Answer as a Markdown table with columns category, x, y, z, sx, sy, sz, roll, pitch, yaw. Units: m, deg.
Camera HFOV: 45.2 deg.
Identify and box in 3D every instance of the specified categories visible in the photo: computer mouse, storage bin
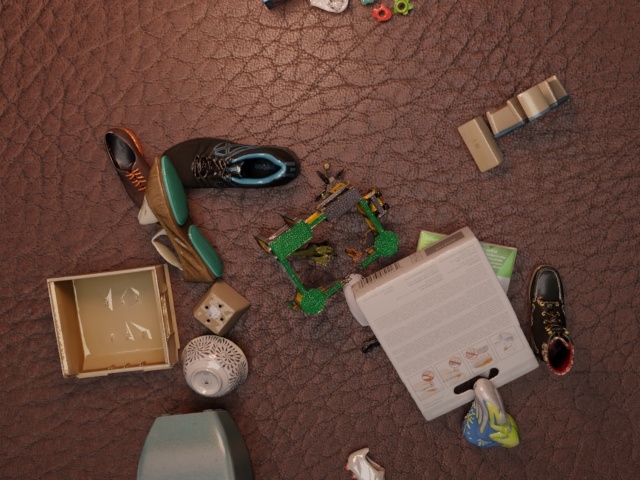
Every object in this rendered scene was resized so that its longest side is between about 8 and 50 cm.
| category | x | y | z | sx | sy | sz | roll | pitch | yaw |
| --- | --- | --- | --- | --- | --- | --- | --- | --- | --- |
| computer mouse | 0.107 | 0.173 | 1.861 | 0.106 | 0.042 | 0.193 | -28 | 92 | 17 |
| storage bin | -0.495 | 0.198 | 1.868 | 0.263 | 0.123 | 0.260 | -7 | 95 | 4 |

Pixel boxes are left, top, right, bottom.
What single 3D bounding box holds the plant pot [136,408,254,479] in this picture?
| category | x | y | z | sx | sy | sz | roll | pitch | yaw |
| --- | --- | --- | --- | --- | --- | --- | --- | --- | --- |
| plant pot | -0.297 | 0.537 | 1.839 | 0.248 | 0.247 | 0.252 | -7 | 77 | 5 |

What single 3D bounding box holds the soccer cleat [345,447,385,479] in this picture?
| category | x | y | z | sx | sy | sz | roll | pitch | yaw |
| --- | --- | --- | --- | --- | --- | --- | --- | --- | --- |
| soccer cleat | 0.138 | 0.606 | 1.898 | 0.076 | 0.068 | 0.196 | -33 | 90 | 3 |

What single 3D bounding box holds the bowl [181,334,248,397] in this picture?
| category | x | y | z | sx | sy | sz | roll | pitch | yaw |
| --- | --- | --- | --- | --- | --- | --- | --- | --- | --- |
| bowl | -0.266 | 0.322 | 1.862 | 0.170 | 0.080 | 0.170 | 3 | 115 | 7 |

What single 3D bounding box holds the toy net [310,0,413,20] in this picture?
| category | x | y | z | sx | sy | sz | roll | pitch | yaw |
| --- | --- | --- | --- | --- | --- | --- | --- | --- | --- |
| toy net | 0.093 | -0.568 | 1.795 | 0.232 | 0.045 | 0.122 | -9 | 110 | 7 |

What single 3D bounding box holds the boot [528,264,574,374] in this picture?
| category | x | y | z | sx | sy | sz | roll | pitch | yaw |
| --- | --- | --- | --- | --- | --- | --- | --- | --- | --- |
| boot | 0.537 | 0.183 | 1.770 | 0.085 | 0.178 | 0.236 | 0 | 97 | 4 |

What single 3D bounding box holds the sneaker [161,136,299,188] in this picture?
| category | x | y | z | sx | sy | sz | roll | pitch | yaw |
| --- | --- | --- | --- | --- | --- | --- | --- | --- | --- |
| sneaker | -0.225 | -0.182 | 1.803 | 0.341 | 0.139 | 0.125 | -2 | 99 | 5 |

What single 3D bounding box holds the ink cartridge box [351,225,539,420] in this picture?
| category | x | y | z | sx | sy | sz | roll | pitch | yaw |
| --- | --- | --- | --- | --- | --- | --- | --- | --- | --- |
| ink cartridge box | 0.295 | 0.200 | 1.800 | 0.308 | 0.091 | 0.385 | -28 | 111 | 6 |

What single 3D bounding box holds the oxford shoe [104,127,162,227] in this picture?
| category | x | y | z | sx | sy | sz | roll | pitch | yaw |
| --- | --- | --- | --- | --- | --- | --- | --- | --- | --- |
| oxford shoe | -0.440 | -0.146 | 1.840 | 0.097 | 0.098 | 0.271 | -33 | 93 | 6 |

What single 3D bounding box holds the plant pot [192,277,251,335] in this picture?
| category | x | y | z | sx | sy | sz | roll | pitch | yaw |
| --- | --- | --- | --- | --- | --- | --- | --- | --- | --- |
| plant pot | -0.248 | 0.169 | 1.862 | 0.109 | 0.096 | 0.109 | 39 | 97 | -1 |

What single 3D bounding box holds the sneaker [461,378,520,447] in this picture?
| category | x | y | z | sx | sy | sz | roll | pitch | yaw |
| --- | --- | --- | --- | --- | --- | --- | --- | --- | --- |
| sneaker | 0.382 | 0.425 | 1.817 | 0.126 | 0.091 | 0.240 | -22 | 124 | 17 |

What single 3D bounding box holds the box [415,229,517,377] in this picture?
| category | x | y | z | sx | sy | sz | roll | pitch | yaw |
| --- | --- | --- | --- | --- | --- | --- | --- | --- | --- |
| box | 0.322 | 0.151 | 1.845 | 0.233 | 0.058 | 0.321 | 12 | 98 | 2 |

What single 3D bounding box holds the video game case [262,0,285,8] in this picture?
| category | x | y | z | sx | sy | sz | roll | pitch | yaw |
| --- | --- | --- | --- | --- | --- | --- | --- | --- | --- |
| video game case | -0.053 | -0.580 | 1.761 | 0.166 | 0.119 | 0.015 | -25 | 98 | 6 |

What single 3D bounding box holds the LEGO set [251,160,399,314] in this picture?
| category | x | y | z | sx | sy | sz | roll | pitch | yaw |
| --- | --- | --- | --- | --- | --- | --- | --- | --- | --- |
| LEGO set | 0.000 | 0.000 | 1.812 | 0.331 | 0.192 | 0.255 | -45 | 111 | -7 |

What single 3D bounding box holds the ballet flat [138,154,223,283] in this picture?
| category | x | y | z | sx | sy | sz | roll | pitch | yaw |
| --- | --- | --- | --- | --- | --- | --- | --- | --- | --- |
| ballet flat | -0.350 | -0.034 | 1.810 | 0.124 | 0.116 | 0.342 | -16 | 120 | 14 |

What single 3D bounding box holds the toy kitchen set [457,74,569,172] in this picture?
| category | x | y | z | sx | sy | sz | roll | pitch | yaw |
| --- | --- | --- | --- | --- | --- | --- | --- | --- | --- |
| toy kitchen set | 0.463 | -0.272 | 1.790 | 0.207 | 0.166 | 0.122 | -26 | 94 | 42 |
